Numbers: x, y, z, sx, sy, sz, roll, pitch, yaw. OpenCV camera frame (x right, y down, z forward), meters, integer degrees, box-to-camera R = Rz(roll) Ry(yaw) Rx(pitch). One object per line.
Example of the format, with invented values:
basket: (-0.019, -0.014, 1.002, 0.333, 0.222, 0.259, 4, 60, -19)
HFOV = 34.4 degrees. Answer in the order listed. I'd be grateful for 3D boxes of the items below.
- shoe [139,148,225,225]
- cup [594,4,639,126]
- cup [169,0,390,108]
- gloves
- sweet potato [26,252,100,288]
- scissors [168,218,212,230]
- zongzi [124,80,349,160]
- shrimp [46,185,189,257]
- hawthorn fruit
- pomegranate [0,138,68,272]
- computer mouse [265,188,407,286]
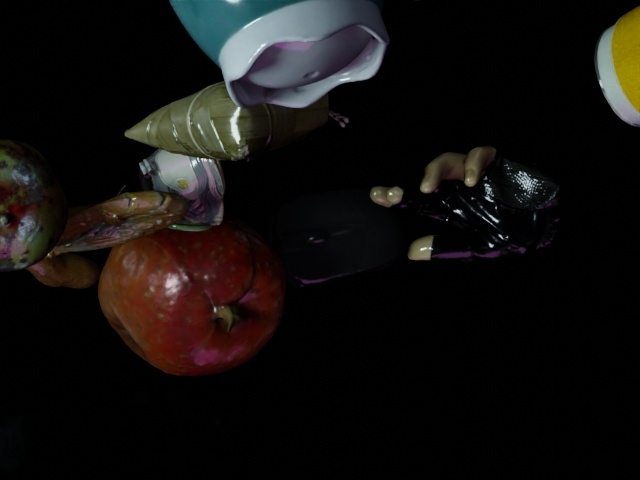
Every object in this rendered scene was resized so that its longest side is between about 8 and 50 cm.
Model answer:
shoe: (-0.167, -0.062, 1.227, 0.092, 0.089, 0.180, -14, 165, -15)
cup: (0.449, -0.224, 1.127, 0.196, 0.196, 0.280, -7, 172, -38)
cup: (-0.029, -0.184, 0.673, 0.300, 0.173, 0.167, -6, 163, -38)
gloves: (0.225, -0.053, 1.597, 0.301, 0.197, 0.152, 6, -166, -20)
sweet potato: (-0.386, 0.038, 1.483, 0.056, 0.056, 0.195, -22, 161, 22)
scissors: (-0.240, -0.033, 1.313, 0.187, 0.020, 0.133, 0, -164, -26)
zongzi: (-0.089, -0.135, 1.112, 0.178, 0.081, 0.189, 1, -164, 39)
shrimp: (-0.252, -0.022, 1.144, 0.217, 0.051, 0.115, -13, 161, 4)
hawthorn fruit: (-0.173, 0.069, 1.437, 0.262, 0.258, 0.258, 1, 177, 28)
pomegranate: (-0.330, -0.030, 1.054, 0.148, 0.148, 0.169, -14, 174, -11)
computer mouse: (0.043, -0.012, 1.613, 0.270, 0.137, 0.086, -9, 170, -35)
